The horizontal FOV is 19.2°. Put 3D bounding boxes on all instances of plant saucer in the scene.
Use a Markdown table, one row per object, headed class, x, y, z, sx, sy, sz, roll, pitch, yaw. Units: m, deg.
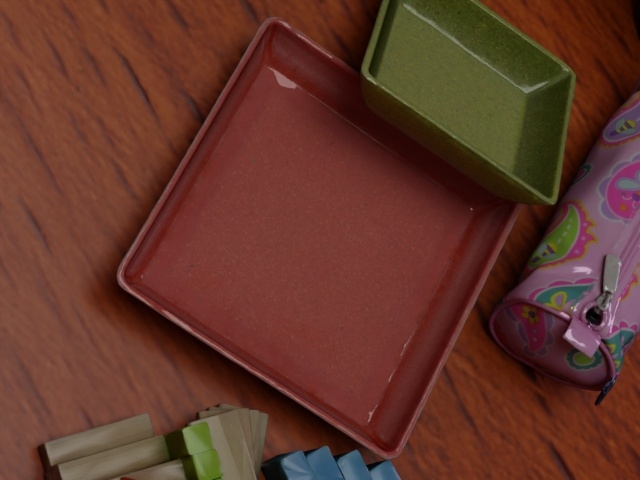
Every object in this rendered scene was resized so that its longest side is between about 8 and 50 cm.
| class | x | y | z | sx | sy | sz | roll | pitch | yaw |
| --- | --- | --- | --- | --- | --- | --- | --- | --- | --- |
| plant saucer | 0.111 | -0.122 | 1.514 | 0.188 | 0.045 | 0.188 | 34 | 39 | -14 |
| plant saucer | 0.000 | 0.000 | 1.467 | 0.258 | 0.047 | 0.259 | 34 | 67 | -13 |

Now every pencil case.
| class | x | y | z | sx | sy | sz | roll | pitch | yaw |
| --- | --- | --- | --- | --- | --- | --- | --- | --- | --- |
| pencil case | 0.250 | -0.011 | 1.541 | 0.124 | 0.124 | 0.284 | 40 | 65 | -10 |

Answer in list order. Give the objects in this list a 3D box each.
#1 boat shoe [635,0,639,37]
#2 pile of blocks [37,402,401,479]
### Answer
| class | x | y | z | sx | sy | sz | roll | pitch | yaw |
| --- | --- | --- | --- | --- | --- | --- | --- | --- | --- |
| boat shoe | 0.312 | -0.169 | 1.645 | 0.045 | 0.050 | 0.135 | -18 | 96 | -29 |
| pile of blocks | -0.020 | 0.194 | 1.381 | 0.362 | 0.112 | 0.149 | 12 | 74 | -21 |
